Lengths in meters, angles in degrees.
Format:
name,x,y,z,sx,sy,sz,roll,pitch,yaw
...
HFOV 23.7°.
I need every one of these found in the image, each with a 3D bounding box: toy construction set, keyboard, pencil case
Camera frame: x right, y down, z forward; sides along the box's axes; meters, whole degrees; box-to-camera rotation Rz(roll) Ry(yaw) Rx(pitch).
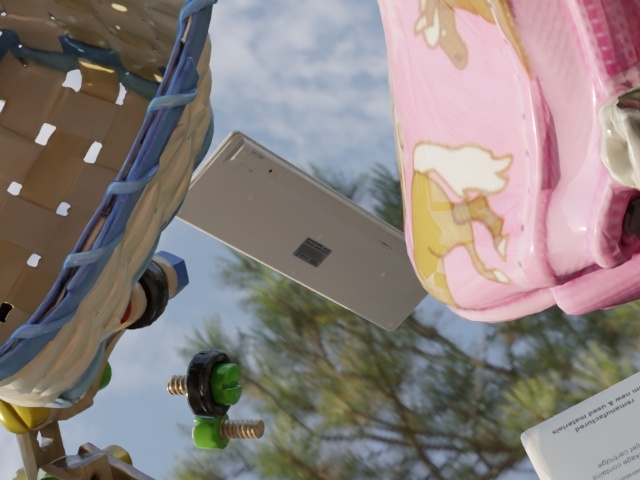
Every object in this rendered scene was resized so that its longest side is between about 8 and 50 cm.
name,x,y,z,sx,sy,sz,roll,pitch,yaw
toy construction set,-0.226,0.160,1.193,0.237,0.309,0.257,-2,-54,22
keyboard,0.000,0.000,1.072,0.072,0.014,0.256,-44,-43,16
pencil case,0.028,-0.176,0.334,0.160,0.167,0.386,-30,-71,-22

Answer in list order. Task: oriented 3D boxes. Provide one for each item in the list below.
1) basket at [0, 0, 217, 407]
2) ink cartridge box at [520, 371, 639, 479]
name,x,y,z,sx,sy,sz,roll,pitch,yaw
basket,-0.165,-0.057,0.654,0.201,0.289,0.255,21,-110,12
ink cartridge box,0.254,0.246,0.980,0.114,0.273,0.197,-29,-47,6
